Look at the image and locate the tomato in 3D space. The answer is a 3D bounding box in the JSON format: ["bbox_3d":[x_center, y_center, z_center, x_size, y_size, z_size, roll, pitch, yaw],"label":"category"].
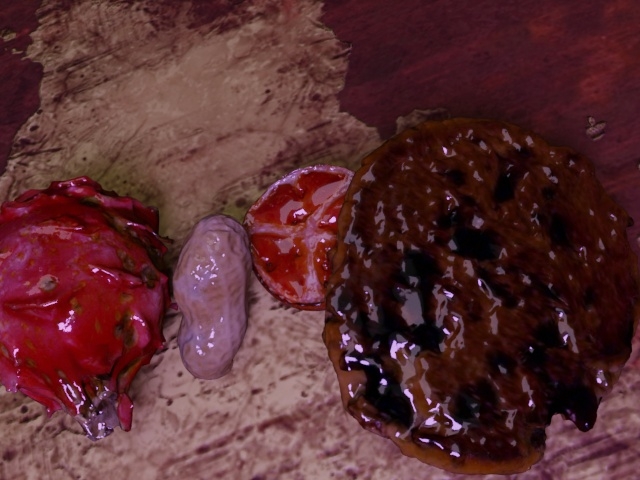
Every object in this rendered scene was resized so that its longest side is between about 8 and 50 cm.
[{"bbox_3d":[0.000,0.000,0.779,0.155,0.069,0.156,-5,69,14],"label":"tomato"}]

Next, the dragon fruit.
[{"bbox_3d":[-0.246,0.067,0.736,0.205,0.210,0.268,-36,59,31],"label":"dragon fruit"}]

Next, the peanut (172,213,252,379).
[{"bbox_3d":[-0.111,0.058,0.746,0.080,0.080,0.175,9,105,18],"label":"peanut"}]

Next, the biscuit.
[{"bbox_3d":[0.146,0.045,0.691,0.289,0.081,0.334,18,73,1],"label":"biscuit"}]
